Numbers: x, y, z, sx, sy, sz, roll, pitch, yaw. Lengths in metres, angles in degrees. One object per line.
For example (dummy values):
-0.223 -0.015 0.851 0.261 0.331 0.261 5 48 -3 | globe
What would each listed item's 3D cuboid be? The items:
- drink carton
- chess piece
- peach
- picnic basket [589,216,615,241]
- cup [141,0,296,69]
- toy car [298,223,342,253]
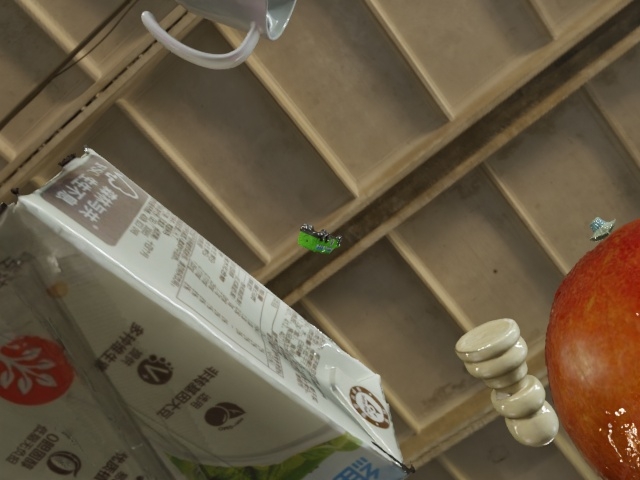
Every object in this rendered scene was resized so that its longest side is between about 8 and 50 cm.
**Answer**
-0.117 0.111 0.402 0.324 0.132 0.194 41 -75 -19 | drink carton
0.467 0.352 1.267 0.167 0.167 0.299 -31 -89 7 | chess piece
0.436 0.144 0.576 0.373 0.372 0.290 -32 -38 8 | peach
0.764 -0.022 1.411 0.083 0.083 0.065 -44 -28 10 | picnic basket
-0.103 -0.275 0.545 0.142 0.134 0.173 18 -68 2 | cup
0.000 0.000 1.465 0.071 0.165 0.062 23 -86 25 | toy car
